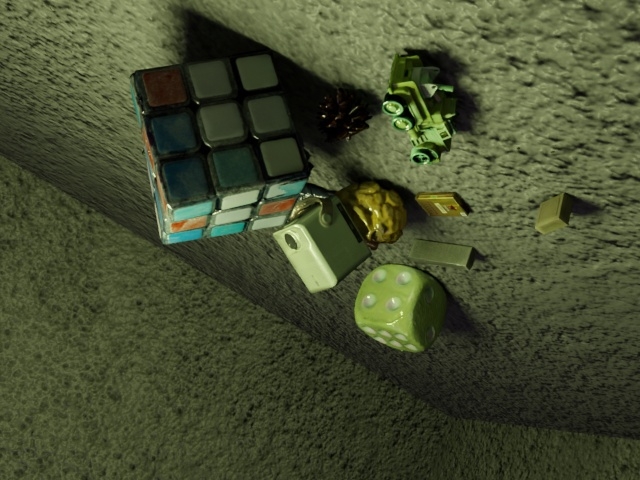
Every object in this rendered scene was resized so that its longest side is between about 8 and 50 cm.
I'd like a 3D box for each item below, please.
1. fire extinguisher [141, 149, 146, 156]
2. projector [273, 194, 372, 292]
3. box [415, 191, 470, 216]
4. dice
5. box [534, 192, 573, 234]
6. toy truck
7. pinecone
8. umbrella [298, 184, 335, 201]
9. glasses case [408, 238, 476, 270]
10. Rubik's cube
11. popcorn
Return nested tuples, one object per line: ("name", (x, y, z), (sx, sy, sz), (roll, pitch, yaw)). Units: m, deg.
("fire extinguisher", (-0.466, -0.253, 2.314), (0.311, 0.114, 0.095), (32, 114, -17))
("projector", (0.000, 0.000, 1.842), (0.163, 0.177, 0.242), (-18, 106, 53))
("box", (0.340, -0.100, 1.853), (0.133, 0.023, 0.090), (2, 150, 47))
("dice", (0.296, 0.247, 2.415), (0.252, 0.249, 0.254), (7, 153, 43))
("box", (0.560, -0.065, 1.590), (0.035, 0.083, 0.079), (32, 152, -16))
("toy truck", (0.233, -0.275, 1.426), (0.135, 0.128, 0.259), (0, 149, 24))
("pinecone", (0.053, -0.297, 1.579), (0.140, 0.140, 0.120), (-18, 100, 62))
("umbrella", (0.028, -0.124, 2.102), (0.248, 0.071, 0.071), (19, 158, 14))
("glasses case", (0.382, 0.045, 2.087), (0.205, 0.071, 0.047), (9, 157, 37))
("Rubik's cube", (-0.256, -0.213, 1.644), (0.363, 0.362, 0.359), (-15, 169, -14))
("popcorn", (0.135, -0.068, 1.942), (0.250, 0.190, 0.250), (26, 164, 8))
